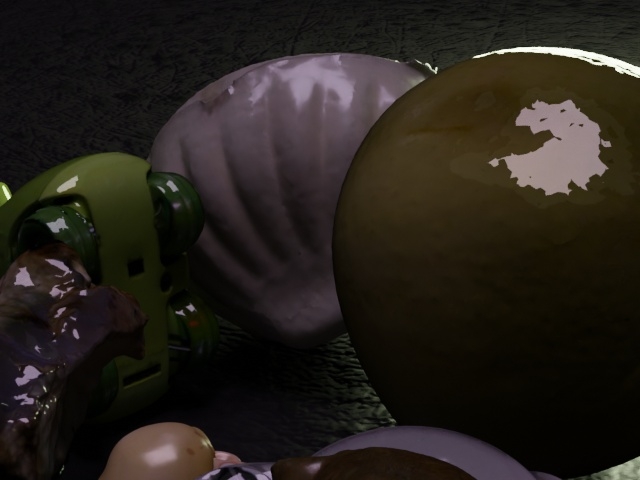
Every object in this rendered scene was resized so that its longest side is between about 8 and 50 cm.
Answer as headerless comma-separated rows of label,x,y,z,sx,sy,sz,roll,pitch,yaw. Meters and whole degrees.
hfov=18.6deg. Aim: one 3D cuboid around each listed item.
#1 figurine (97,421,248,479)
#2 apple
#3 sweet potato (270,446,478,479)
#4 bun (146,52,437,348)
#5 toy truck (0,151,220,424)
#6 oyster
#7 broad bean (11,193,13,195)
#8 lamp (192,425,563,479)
figurine,-0.041,0.173,1.156,0.196,0.114,0.108,10,-6,-3
apple,0.154,0.015,1.301,0.254,0.292,0.292,-3,16,34
sweet potato,0.101,0.238,0.875,0.130,0.130,0.422,-11,45,-28
bun,0.000,0.000,1.463,0.263,0.263,0.175,-3,53,-8
toy truck,-0.181,0.039,1.404,0.210,0.187,0.148,-12,7,44
oyster,-0.201,0.125,1.160,0.198,0.133,0.337,39,37,4
broad bean,-0.267,0.020,1.570,0.114,0.084,0.165,-12,25,14
lamp,0.026,0.190,1.071,0.246,0.108,0.179,3,43,-3
